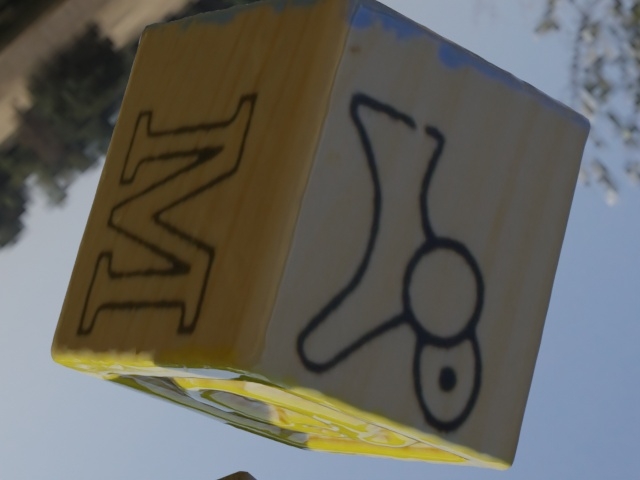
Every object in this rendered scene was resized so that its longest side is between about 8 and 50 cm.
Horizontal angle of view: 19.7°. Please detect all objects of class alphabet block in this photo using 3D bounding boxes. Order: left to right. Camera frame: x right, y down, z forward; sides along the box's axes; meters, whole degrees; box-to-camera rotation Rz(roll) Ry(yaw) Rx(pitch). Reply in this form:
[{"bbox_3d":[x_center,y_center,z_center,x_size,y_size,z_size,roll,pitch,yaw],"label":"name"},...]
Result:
[{"bbox_3d":[0.000,0.000,0.982,0.193,0.192,0.197,-3,-113,54],"label":"alphabet block"}]

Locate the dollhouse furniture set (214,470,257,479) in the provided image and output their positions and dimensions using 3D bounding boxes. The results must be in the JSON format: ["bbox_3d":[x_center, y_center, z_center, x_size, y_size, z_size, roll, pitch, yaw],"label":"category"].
[{"bbox_3d":[-0.032,0.225,1.254,0.129,0.129,0.184,-24,-140,26],"label":"dollhouse furniture set"}]
